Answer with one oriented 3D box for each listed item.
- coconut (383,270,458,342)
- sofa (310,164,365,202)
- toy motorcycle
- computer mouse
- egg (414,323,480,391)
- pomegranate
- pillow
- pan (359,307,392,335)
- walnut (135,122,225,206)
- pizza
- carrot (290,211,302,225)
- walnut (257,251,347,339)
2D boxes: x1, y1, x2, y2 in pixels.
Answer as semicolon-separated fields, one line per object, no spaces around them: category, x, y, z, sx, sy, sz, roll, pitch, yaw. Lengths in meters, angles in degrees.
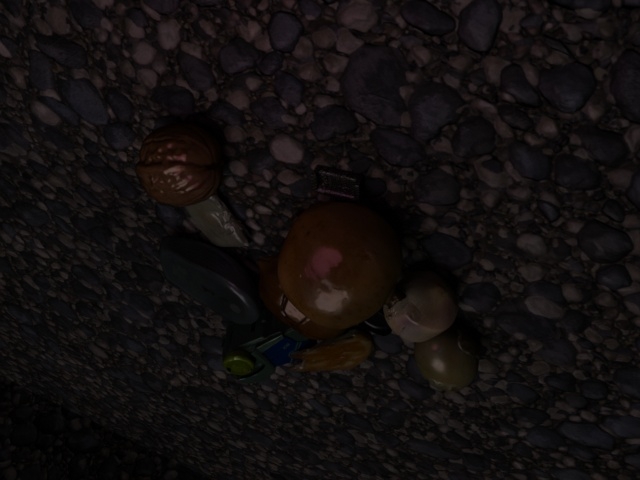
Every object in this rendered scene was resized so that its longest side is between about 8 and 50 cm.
coconut;0.240;0.152;1.749;0.170;0.171;0.183;30;147;-2
sofa;0.040;-0.127;1.657;0.117;0.039;0.060;15;140;18
toy motorcycle;-0.120;0.288;2.155;0.326;0.191;0.200;-22;131;25
computer mouse;-0.310;0.098;2.084;0.370;0.122;0.188;28;141;12
egg;0.323;0.294;1.870;0.164;0.164;0.201;-4;134;36
pomegranate;0.040;0.049;1.669;0.307;0.307;0.307;18;142;15
pillow;-0.287;-0.071;1.929;0.148;0.050;0.230;-9;127;34
pan;0.135;0.183;1.956;0.114;0.040;0.212;13;147;22
walnut;-0.329;-0.177;1.723;0.213;0.213;0.213;18;142;15
pizza;0.029;0.329;2.120;0.262;0.034;0.181;-16;141;6
carrot;0.000;0.000;1.829;0.191;0.047;0.047;43;141;-19
walnut;-0.042;0.138;1.894;0.297;0.203;0.203;32;143;-8
